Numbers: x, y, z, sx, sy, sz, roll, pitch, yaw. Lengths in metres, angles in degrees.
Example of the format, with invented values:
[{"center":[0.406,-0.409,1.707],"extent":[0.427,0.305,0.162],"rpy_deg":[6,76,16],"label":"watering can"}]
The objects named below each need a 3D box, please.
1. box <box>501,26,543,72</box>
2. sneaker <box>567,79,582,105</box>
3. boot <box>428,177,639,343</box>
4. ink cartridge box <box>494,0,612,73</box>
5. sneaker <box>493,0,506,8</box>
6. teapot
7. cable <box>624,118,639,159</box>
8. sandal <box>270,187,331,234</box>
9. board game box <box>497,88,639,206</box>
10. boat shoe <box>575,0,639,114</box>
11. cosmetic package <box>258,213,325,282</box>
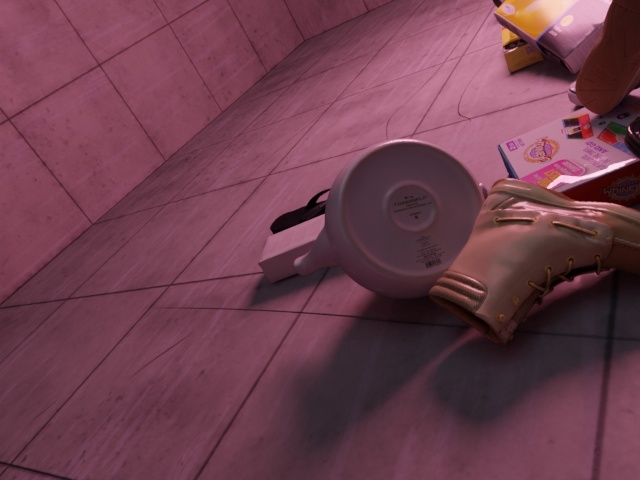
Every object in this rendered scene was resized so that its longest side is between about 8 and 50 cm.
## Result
[{"center":[0.526,-0.518,1.479],"extent":[0.087,0.058,0.232],"rpy_deg":[-17,29,27],"label":"box"},{"center":[0.568,-0.306,1.006],"extent":[0.258,0.091,0.094],"rpy_deg":[2,40,49],"label":"sneaker"},{"center":[0.281,0.045,0.675],"extent":[0.261,0.095,0.203],"rpy_deg":[26,72,36],"label":"boot"},{"center":[0.598,-0.566,1.277],"extent":[0.307,0.072,0.304],"rpy_deg":[-45,39,19],"label":"ink cartridge box"},{"center":[0.760,-0.872,1.741],"extent":[0.447,0.169,0.257],"rpy_deg":[-32,23,-8],"label":"sneaker"},{"center":[0.125,-0.022,0.867],"extent":[0.253,0.255,0.187],"rpy_deg":[-63,-4,-16],"label":"teapot"},{"center":[0.434,-0.052,0.655],"extent":[0.139,0.072,0.287],"rpy_deg":[-17,35,-6],"label":"cable"},{"center":[-0.009,-0.068,1.244],"extent":[0.254,0.055,0.097],"rpy_deg":[-19,28,24],"label":"sandal"},{"center":[0.456,-0.145,0.865],"extent":[0.316,0.064,0.242],"rpy_deg":[-22,26,17],"label":"board game box"},{"center":[0.469,-0.305,0.805],"extent":[0.092,0.285,0.103],"rpy_deg":[-32,65,-21],"label":"boat shoe"},{"center":[0.000,0.000,1.103],"extent":[0.238,0.060,0.099],"rpy_deg":[-21,25,20],"label":"cosmetic package"}]
